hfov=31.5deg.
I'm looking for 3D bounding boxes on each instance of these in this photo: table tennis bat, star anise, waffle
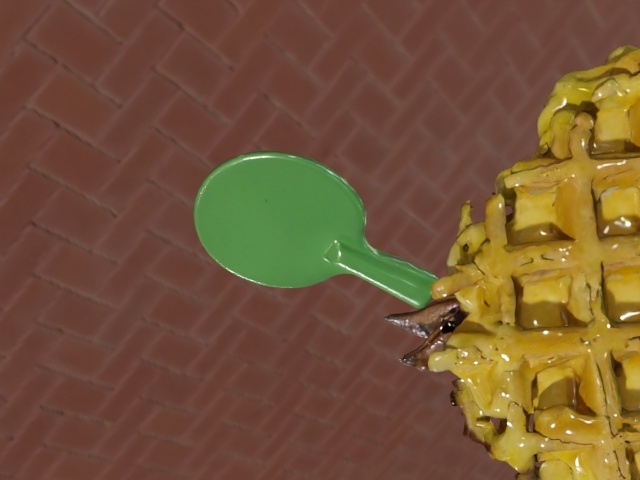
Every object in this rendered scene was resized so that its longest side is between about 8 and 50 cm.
[{"bbox_3d":[0.000,0.000,1.095,0.257,0.039,0.160,26,128,-14],"label":"table tennis bat"},{"bbox_3d":[0.201,0.092,1.191,0.272,0.272,0.102,-35,118,-21],"label":"star anise"},{"bbox_3d":[0.282,0.051,0.814,0.379,0.382,0.095,-53,178,-12],"label":"waffle"}]
